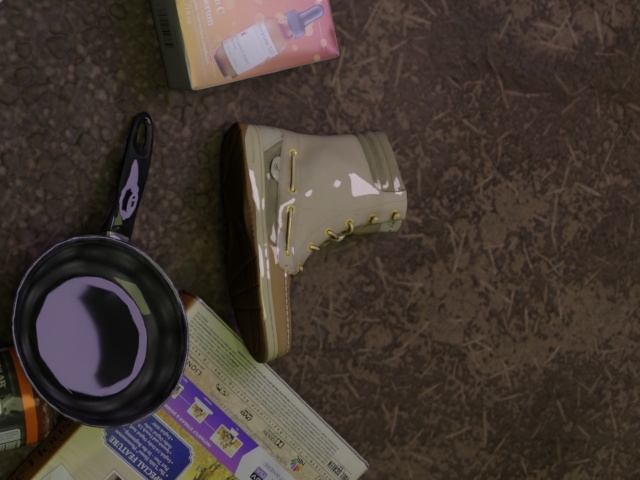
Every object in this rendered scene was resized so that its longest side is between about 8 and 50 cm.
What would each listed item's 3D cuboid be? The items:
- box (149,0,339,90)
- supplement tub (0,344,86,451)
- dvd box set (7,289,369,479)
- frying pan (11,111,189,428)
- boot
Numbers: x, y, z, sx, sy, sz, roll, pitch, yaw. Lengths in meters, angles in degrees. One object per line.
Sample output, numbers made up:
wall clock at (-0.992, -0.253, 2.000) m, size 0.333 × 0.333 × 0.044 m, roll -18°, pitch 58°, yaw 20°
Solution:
box at (-0.083, -0.240, 1.293) m, size 0.170 × 0.091 × 0.130 m, roll -17°, pitch 104°, yaw -20°
supplement tub at (-0.341, 0.164, 1.232) m, size 0.197 × 0.106 × 0.106 m, roll -11°, pitch 102°, yaw -23°
dvd box set at (-0.183, 0.309, 1.346) m, size 0.420 × 0.062 × 0.307 m, roll -49°, pitch 113°, yaw -11°
frying pan at (-0.237, 0.030, 1.240) m, size 0.197 × 0.053 × 0.326 m, roll -5°, pitch 78°, yaw -39°
boot at (0.000, 0.000, 1.347) m, size 0.203 × 0.095 × 0.262 m, roll -1°, pitch 78°, yaw -26°
